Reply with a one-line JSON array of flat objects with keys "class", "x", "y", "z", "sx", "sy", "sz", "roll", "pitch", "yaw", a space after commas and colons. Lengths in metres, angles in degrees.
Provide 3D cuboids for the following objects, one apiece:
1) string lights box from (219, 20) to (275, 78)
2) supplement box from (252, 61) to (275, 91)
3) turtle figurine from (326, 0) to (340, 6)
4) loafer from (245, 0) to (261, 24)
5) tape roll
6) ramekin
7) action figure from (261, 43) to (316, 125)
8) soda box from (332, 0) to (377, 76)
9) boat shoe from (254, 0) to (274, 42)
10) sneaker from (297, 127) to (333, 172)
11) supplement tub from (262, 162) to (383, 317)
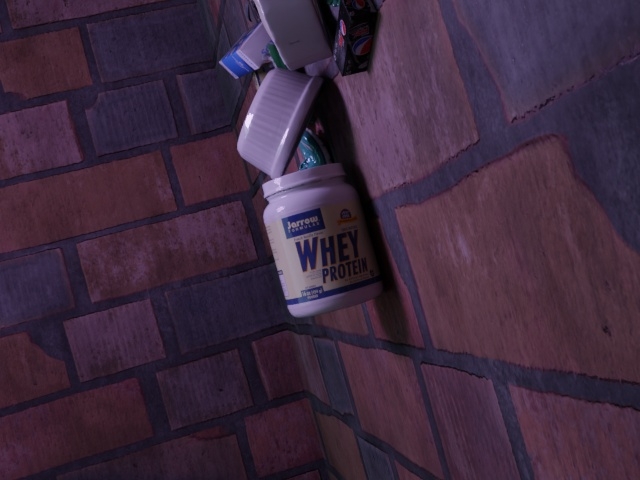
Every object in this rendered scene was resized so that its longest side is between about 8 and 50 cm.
[{"class": "string lights box", "x": -0.192, "y": -0.543, "z": 2.162, "sx": 0.077, "sy": 0.133, "sz": 0.260, "roll": 42, "pitch": 171, "yaw": -18}, {"class": "supplement box", "x": -0.152, "y": -0.480, "z": 2.273, "sx": 0.056, "sy": 0.083, "sz": 0.083, "roll": 116, "pitch": 137, "yaw": -73}, {"class": "turtle figurine", "x": -0.004, "y": -0.557, "z": 1.402, "sx": 0.234, "sy": 0.118, "sz": 0.175, "roll": 65, "pitch": -166, "yaw": -47}, {"class": "loafer", "x": -0.159, "y": -0.668, "z": 2.106, "sx": 0.084, "sy": 0.096, "sz": 0.267, "roll": 52, "pitch": 171, "yaw": 10}, {"class": "tape roll", "x": -0.064, "y": -0.500, "z": 1.578, "sx": 0.286, "sy": 0.100, "sz": 0.286, "roll": -18, "pitch": -90, "yaw": -83}, {"class": "ramekin", "x": -0.101, "y": -0.286, "z": 1.831, "sx": 0.273, "sy": 0.127, "sz": 0.272, "roll": -156, "pitch": 90, "yaw": -89}, {"class": "action figure", "x": -0.075, "y": -0.395, "z": 2.006, "sx": 0.232, "sy": 0.064, "sz": 0.137, "roll": 60, "pitch": -168, "yaw": 20}, {"class": "soda box", "x": 0.064, "y": -0.389, "z": 1.451, "sx": 0.169, "sy": 0.053, "sz": 0.060, "roll": 98, "pitch": 153, "yaw": -64}, {"class": "boat shoe", "x": -0.103, "y": -0.569, "z": 1.887, "sx": 0.109, "sy": 0.091, "sz": 0.305, "roll": 50, "pitch": 176, "yaw": 31}, {"class": "sneaker", "x": -0.019, "y": -0.164, "z": 1.989, "sx": 0.107, "sy": 0.110, "sz": 0.275, "roll": 124, "pitch": 131, "yaw": -75}, {"class": "supplement tub", "x": 0.000, "y": 0.000, "z": 1.799, "sx": 0.235, "sy": 0.236, "sz": 0.324, "roll": 161, "pitch": 93, "yaw": -78}]
